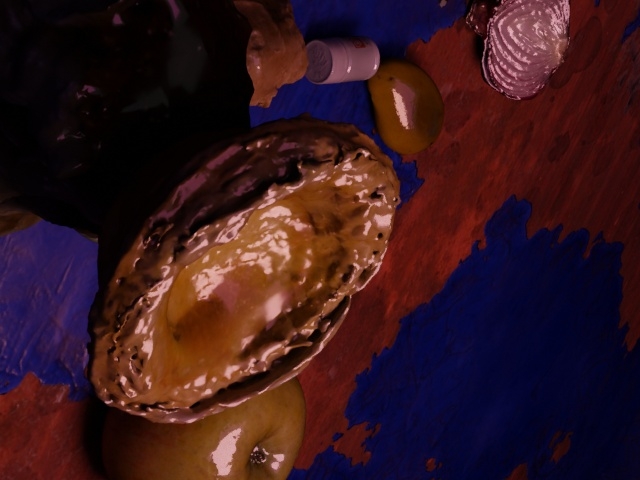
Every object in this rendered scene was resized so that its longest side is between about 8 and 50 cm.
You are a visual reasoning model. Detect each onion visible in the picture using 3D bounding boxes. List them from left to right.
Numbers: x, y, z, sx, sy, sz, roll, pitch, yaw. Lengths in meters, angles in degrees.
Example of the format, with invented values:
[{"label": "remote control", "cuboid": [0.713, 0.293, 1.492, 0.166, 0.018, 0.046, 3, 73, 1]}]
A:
[{"label": "onion", "cuboid": [0.287, -0.315, 1.548, 0.098, 0.151, 0.205, -69, 177, -56]}]

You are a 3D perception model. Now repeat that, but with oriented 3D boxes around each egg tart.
[{"label": "egg tart", "cuboid": [-0.065, 0.016, 0.791, 0.288, 0.118, 0.288, -31, 146, -24]}]

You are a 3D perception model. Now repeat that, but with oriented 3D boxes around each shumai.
[{"label": "shumai", "cuboid": [-0.217, -0.125, 0.871, 0.324, 0.323, 0.397, 4, 112, -54]}]

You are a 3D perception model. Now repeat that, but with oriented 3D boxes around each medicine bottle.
[{"label": "medicine bottle", "cuboid": [0.026, -0.223, 1.322, 0.089, 0.057, 0.057, -15, 125, -45]}]

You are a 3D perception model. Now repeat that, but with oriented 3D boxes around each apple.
[{"label": "apple", "cuboid": [-0.141, 0.237, 1.318, 0.261, 0.194, 0.260, -26, 125, -43]}]

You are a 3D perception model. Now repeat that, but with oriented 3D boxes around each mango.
[{"label": "mango", "cuboid": [0.113, -0.183, 1.444, 0.103, 0.076, 0.161, -46, 134, -10]}]

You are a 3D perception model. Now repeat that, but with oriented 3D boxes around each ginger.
[{"label": "ginger", "cuboid": [-0.107, -0.155, 1.122, 0.131, 0.086, 0.294, 49, 52, -27]}]

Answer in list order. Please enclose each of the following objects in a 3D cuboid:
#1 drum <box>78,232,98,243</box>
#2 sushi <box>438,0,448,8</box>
[{"label": "drum", "cuboid": [-0.174, -0.106, 1.126, 0.253, 0.049, 0.130, -54, 178, -14]}, {"label": "sushi", "cuboid": [0.200, -0.497, 1.346, 0.294, 0.059, 0.292, -44, 141, -22]}]
